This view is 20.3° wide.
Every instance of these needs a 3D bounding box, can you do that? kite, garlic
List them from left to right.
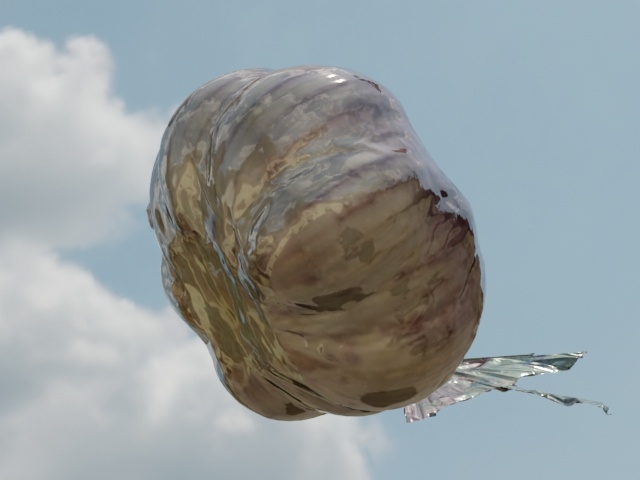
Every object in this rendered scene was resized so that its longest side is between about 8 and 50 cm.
[{"bbox_3d":[0.000,0.000,0.675,0.102,0.147,0.159,-38,-23,-27],"label":"garlic"},{"bbox_3d":[0.099,0.081,0.983,0.139,0.011,0.156,-19,18,-38],"label":"kite"}]
